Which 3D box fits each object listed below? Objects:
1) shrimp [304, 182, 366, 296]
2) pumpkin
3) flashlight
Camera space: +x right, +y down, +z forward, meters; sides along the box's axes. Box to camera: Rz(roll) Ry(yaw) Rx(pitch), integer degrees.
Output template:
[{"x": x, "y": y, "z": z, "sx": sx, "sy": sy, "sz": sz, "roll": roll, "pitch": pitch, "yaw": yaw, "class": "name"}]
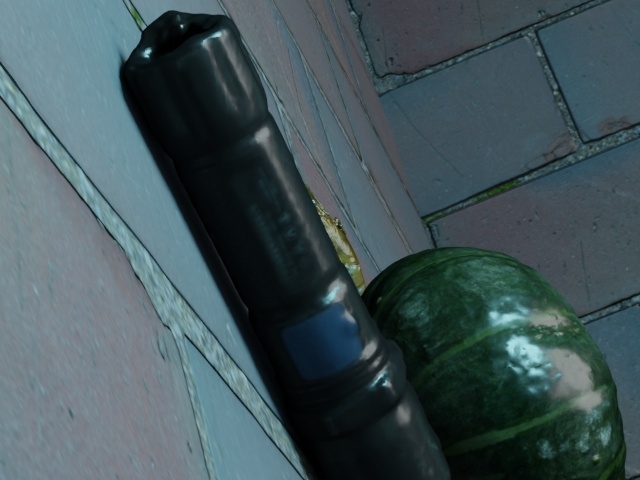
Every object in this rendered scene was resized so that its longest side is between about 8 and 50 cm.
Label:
[{"x": 0.007, "y": -0.004, "z": 1.842, "sx": 0.095, "sy": 0.045, "sz": 0.162, "roll": -100, "pitch": 164, "yaw": -60, "class": "shrimp"}, {"x": 0.141, "y": 0.142, "z": 1.573, "sx": 0.300, "sy": 0.207, "sz": 0.300, "roll": 56, "pitch": -18, "yaw": 29, "class": "pumpkin"}, {"x": -0.024, "y": 0.028, "z": 1.344, "sx": 0.103, "sy": 0.103, "sz": 0.424, "roll": -95, "pitch": 160, "yaw": -67, "class": "flashlight"}]
